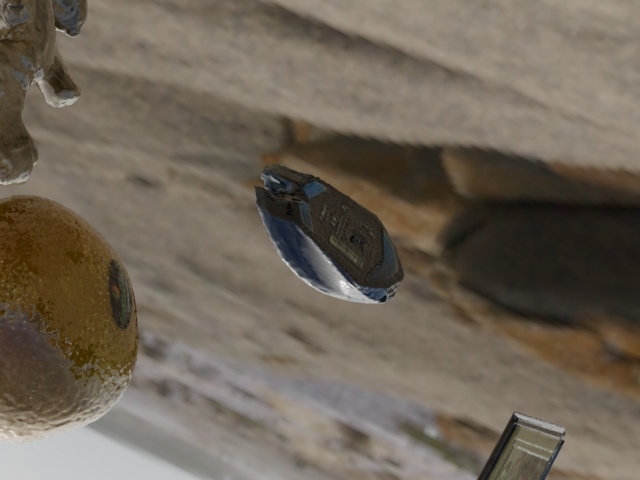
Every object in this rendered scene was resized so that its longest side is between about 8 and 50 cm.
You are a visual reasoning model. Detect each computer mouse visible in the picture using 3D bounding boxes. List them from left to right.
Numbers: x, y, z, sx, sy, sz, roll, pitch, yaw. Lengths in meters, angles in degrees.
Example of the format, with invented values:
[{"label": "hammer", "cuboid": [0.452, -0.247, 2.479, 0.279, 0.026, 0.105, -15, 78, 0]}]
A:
[{"label": "computer mouse", "cuboid": [0.000, 0.000, 1.300, 0.135, 0.079, 0.047, 39, 126, -17]}]

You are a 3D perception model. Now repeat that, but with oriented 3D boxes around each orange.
[{"label": "orange", "cuboid": [-0.278, 0.072, 1.686, 0.236, 0.236, 0.236, 27, 172, 4]}]

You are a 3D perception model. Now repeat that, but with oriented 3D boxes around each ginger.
[{"label": "ginger", "cuboid": [-0.233, -0.155, 1.458, 0.065, 0.259, 0.149, -14, 158, 24]}]

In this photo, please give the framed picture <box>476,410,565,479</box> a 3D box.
[{"label": "framed picture", "cuboid": [0.140, 0.236, 1.518, 0.010, 0.195, 0.199, 30, 176, -5]}]
